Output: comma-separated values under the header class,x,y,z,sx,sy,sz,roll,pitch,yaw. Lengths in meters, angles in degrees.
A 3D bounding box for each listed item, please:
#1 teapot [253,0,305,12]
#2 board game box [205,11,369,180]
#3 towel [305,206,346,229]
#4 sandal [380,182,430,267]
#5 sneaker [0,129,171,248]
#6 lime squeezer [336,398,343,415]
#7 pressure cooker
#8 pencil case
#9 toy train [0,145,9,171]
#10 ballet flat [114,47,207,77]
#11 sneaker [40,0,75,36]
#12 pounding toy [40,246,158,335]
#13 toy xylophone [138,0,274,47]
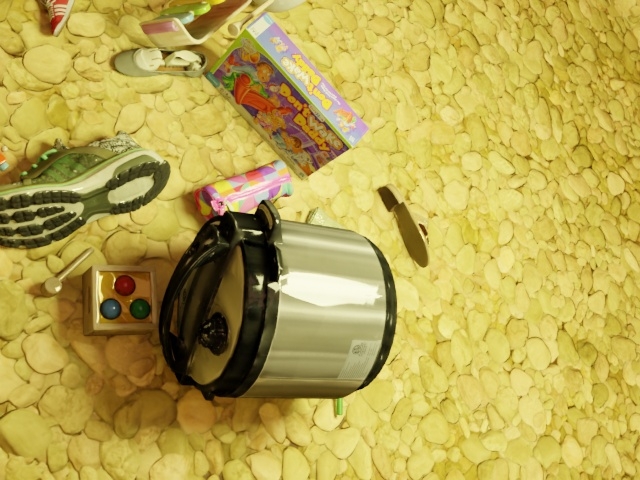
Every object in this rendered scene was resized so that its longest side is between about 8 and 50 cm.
class,x,y,z,sx,sy,sz,roll,pitch,yaw
teapot,-0.108,-0.704,1.708,0.187,0.256,0.252,44,41,-44
board game box,-0.082,-0.325,1.625,0.347,0.233,0.078,46,57,-11
towel,0.000,0.000,1.701,0.110,0.027,0.148,37,59,-18
sandal,0.250,-0.052,1.837,0.079,0.088,0.240,-26,85,-29
sneaker,-0.516,-0.117,1.380,0.410,0.158,0.182,-21,56,-33
lime squeezer,0.077,0.257,1.664,0.310,0.059,0.110,-59,138,-32
pressure cooker,-0.105,0.128,1.386,0.421,0.375,0.369,7,74,-31
pencil case,-0.171,-0.108,1.585,0.236,0.104,0.104,-28,91,-36
toy train,-0.685,-0.170,1.317,0.166,0.046,0.125,44,56,-17
ballet flat,-0.357,-0.411,1.581,0.213,0.068,0.072,-6,78,-33
sneaker,-0.572,-0.492,1.487,0.067,0.042,0.118,25,56,-28
pounding toy,-0.431,0.091,1.362,0.206,0.094,0.181,3,74,-32
toy xylophone,-0.247,-0.534,1.590,0.322,0.236,0.081,-64,143,-44
